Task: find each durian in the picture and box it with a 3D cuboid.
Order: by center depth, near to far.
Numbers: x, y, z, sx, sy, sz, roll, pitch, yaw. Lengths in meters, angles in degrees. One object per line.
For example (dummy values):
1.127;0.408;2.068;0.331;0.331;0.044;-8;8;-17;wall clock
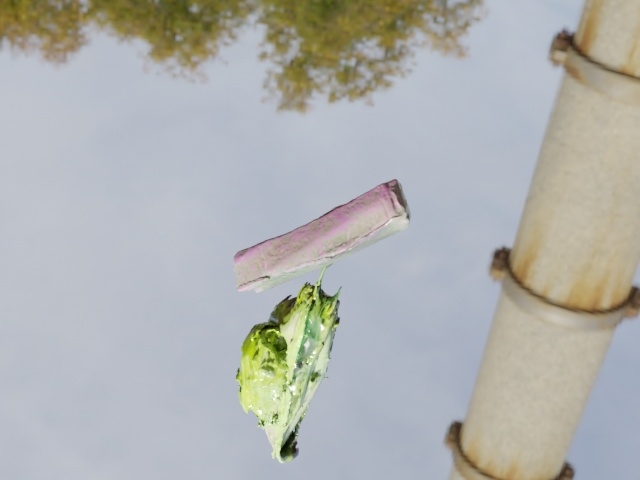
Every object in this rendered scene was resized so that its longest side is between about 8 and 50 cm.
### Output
-0.041;0.146;1.434;0.106;0.375;0.132;27;-133;16;durian

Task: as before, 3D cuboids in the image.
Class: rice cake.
0.000;0.000;1.049;0.036;0.206;0.047;1;-108;-48;rice cake
